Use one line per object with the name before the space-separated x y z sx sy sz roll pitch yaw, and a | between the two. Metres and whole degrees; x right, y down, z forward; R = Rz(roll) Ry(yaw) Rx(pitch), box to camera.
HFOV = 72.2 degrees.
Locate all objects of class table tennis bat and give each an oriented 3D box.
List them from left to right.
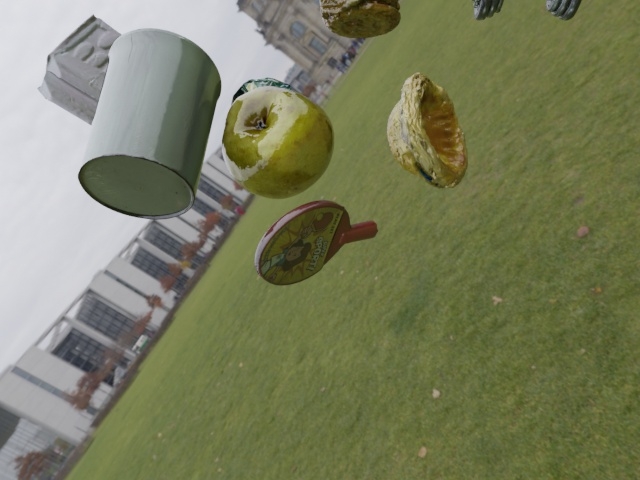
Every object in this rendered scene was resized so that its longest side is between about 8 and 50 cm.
table tennis bat | 0.000 0.000 1.199 0.415 0.051 0.268 -12 -45 -40

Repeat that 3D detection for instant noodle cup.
instant noodle cup | -0.196 -0.468 1.562 0.240 0.240 0.178 -51 19 18

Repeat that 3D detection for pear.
pear | -0.112 -0.249 1.186 0.304 0.304 0.304 -52 11 15

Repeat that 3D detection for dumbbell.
dumbbell | 0.692 -0.834 1.469 0.179 0.406 0.179 5 -90 -82

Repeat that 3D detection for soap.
soap | -0.767 -0.585 1.678 0.213 0.435 0.350 -37 26 45

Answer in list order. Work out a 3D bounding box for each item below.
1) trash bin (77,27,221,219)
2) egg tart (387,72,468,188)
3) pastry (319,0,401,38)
trash bin | -0.400 -0.295 1.069 0.280 0.280 0.432 -42 41 50
egg tart | 0.339 -0.344 1.427 0.169 0.388 0.387 -13 39 42
pastry | 0.112 -0.694 1.293 0.240 0.235 0.132 5 96 50
